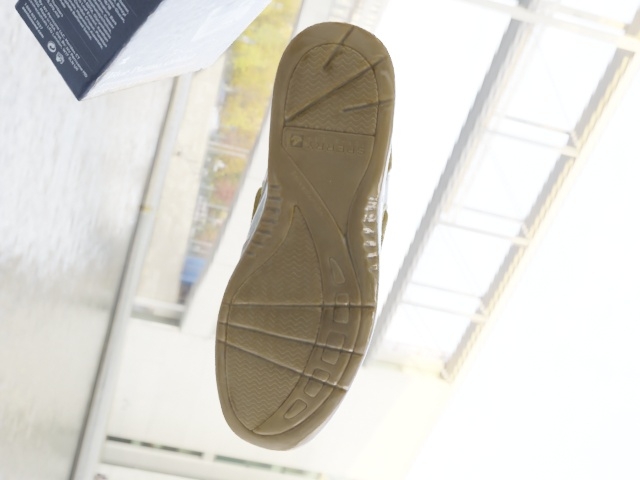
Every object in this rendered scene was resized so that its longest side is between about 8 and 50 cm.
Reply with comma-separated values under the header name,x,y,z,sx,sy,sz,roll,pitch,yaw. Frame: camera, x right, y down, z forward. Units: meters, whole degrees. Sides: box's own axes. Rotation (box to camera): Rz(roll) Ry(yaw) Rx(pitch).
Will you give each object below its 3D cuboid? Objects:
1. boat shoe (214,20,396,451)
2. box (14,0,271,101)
name,x,y,z,sx,sy,sz,roll,pitch,yaw
boat shoe,0.000,0.000,0.363,0.059,0.063,0.170,-40,144,-77
box,-0.115,-0.197,0.672,0.158,0.093,0.156,-37,176,39
